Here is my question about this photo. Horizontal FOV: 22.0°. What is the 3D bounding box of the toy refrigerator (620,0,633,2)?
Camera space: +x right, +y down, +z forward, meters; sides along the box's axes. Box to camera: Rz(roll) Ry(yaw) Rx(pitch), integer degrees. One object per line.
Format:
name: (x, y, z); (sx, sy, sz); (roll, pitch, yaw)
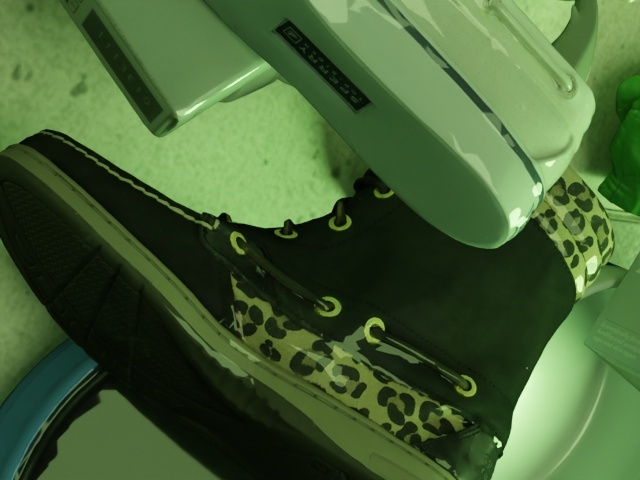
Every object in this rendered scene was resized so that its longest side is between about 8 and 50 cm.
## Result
toy refrigerator: (0.310, -0.297, 1.332); (0.269, 0.094, 0.102); (-30, 125, -26)

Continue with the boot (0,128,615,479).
boot: (0.000, 0.000, 1.082); (0.284, 0.377, 0.138); (-51, 176, -30)

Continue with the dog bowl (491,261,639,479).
dog bowl: (0.196, 0.139, 1.413); (0.265, 0.104, 0.265); (-16, 118, -33)

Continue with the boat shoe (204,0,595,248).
boat shoe: (0.025, -0.177, 0.899); (0.367, 0.136, 0.156); (46, 68, -10)

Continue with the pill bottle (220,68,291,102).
pill bottle: (0.016, -0.184, 1.110); (0.246, 0.136, 0.136); (-28, 123, -27)

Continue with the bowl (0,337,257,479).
bowl: (-0.059, 0.226, 1.148); (0.391, 0.077, 0.391); (1, 87, -21)

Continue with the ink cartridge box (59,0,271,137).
ink cartridge box: (-0.076, -0.236, 0.976); (0.239, 0.060, 0.275); (-36, 94, -22)

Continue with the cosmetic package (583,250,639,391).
cosmetic package: (0.338, 0.115, 1.364); (0.238, 0.127, 0.107); (34, 86, -41)

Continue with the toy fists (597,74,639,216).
toy fists: (0.355, -0.093, 1.457); (0.279, 0.096, 0.142); (4, 115, -42)

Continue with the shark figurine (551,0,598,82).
shark figurine: (0.142, -0.126, 1.217); (0.278, 0.166, 0.116); (-54, 131, -9)
